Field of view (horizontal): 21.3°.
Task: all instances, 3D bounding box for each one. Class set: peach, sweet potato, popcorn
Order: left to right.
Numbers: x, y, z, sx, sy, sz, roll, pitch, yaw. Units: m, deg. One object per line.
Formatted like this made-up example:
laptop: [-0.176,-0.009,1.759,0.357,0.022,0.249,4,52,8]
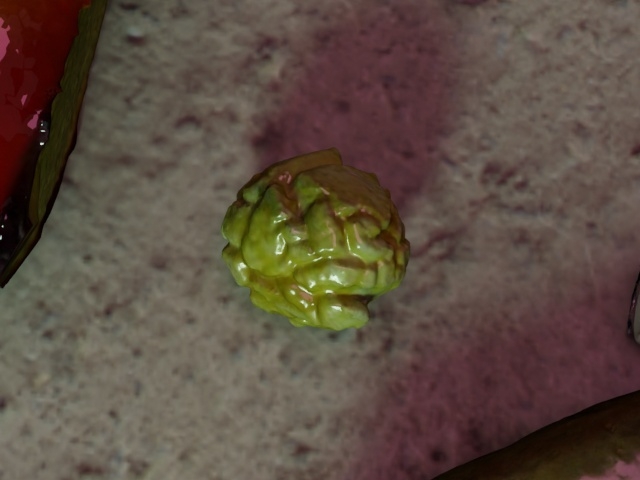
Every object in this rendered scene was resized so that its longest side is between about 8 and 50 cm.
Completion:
peach: [-0.219,-0.141,1.000,0.201,0.258,0.361,21,78,-6]
popcorn: [0.000,0.000,1.076,0.106,0.121,0.116,-43,112,-50]
sweet potato: [0.169,0.159,1.033,0.423,0.130,0.130,-13,78,-9]

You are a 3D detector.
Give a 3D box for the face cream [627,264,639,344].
face cream: [0.323,0.064,1.102,0.244,0.092,0.058,11,102,0]
